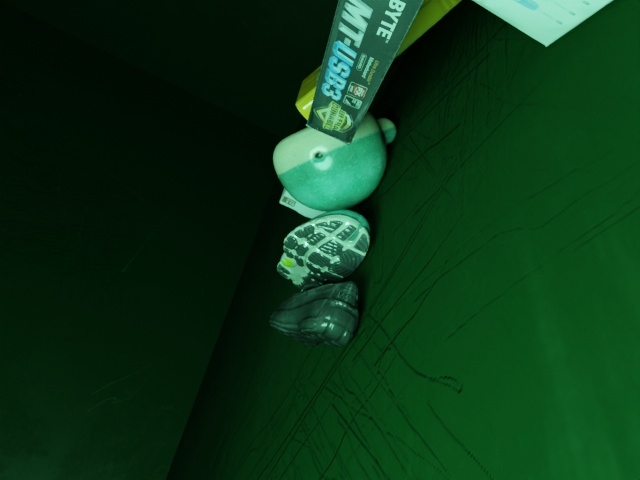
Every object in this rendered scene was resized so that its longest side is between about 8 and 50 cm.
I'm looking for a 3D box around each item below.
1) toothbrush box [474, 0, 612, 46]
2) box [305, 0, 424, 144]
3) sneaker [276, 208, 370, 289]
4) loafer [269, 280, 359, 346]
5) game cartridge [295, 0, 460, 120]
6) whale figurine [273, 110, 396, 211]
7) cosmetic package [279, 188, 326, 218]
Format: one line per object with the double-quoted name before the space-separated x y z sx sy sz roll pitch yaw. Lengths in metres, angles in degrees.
"toothbrush box" 0.222 -0.325 0.282 0.206 0.122 0.283 162 129 -74
"box" 0.084 -0.291 0.427 0.295 0.074 0.293 122 169 -74
"sneaker" 0.000 0.000 0.662 0.109 0.107 0.275 -61 10 -22
"loafer" -0.010 0.100 0.577 0.223 0.076 0.078 -27 35 63
"game cartridge" 0.097 -0.351 0.735 0.324 0.052 0.285 -38 22 18
"whale figurine" 0.033 -0.128 0.711 0.217 0.141 0.272 -22 6 15
"cosmetic package" -0.002 -0.149 0.896 0.085 0.118 0.231 -57 16 37
